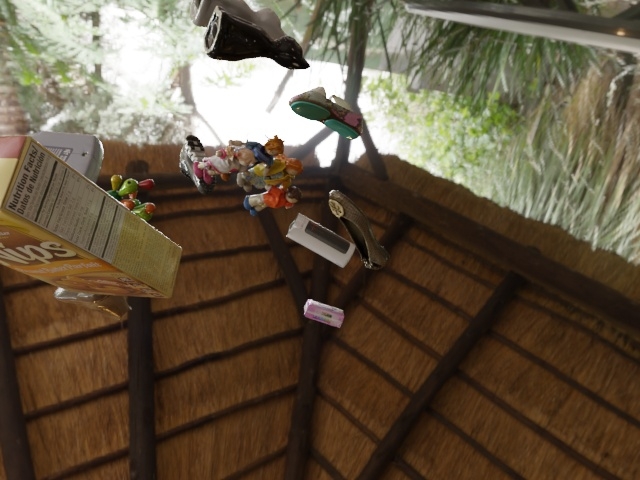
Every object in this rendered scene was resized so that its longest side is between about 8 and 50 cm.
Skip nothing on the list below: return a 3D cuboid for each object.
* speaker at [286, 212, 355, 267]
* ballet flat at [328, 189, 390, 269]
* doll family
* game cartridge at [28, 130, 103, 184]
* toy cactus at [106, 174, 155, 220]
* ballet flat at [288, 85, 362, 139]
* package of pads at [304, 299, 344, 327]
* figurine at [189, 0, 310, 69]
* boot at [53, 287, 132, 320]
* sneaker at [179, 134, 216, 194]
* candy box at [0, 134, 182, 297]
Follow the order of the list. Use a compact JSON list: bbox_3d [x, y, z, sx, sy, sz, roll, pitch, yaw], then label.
[{"bbox_3d":[0.000,0.000,1.011,0.136,0.055,0.055,30,-157,-6],"label":"speaker"},{"bbox_3d":[0.084,-0.016,1.151,0.058,0.250,0.084,-44,-143,-9],"label":"ballet flat"},{"bbox_3d":[-0.132,-0.160,1.060,0.163,0.118,0.263,-13,153,27],"label":"doll family"},{"bbox_3d":[-0.606,-0.116,1.097,0.196,0.060,0.294,5,-122,12],"label":"game cartridge"},{"bbox_3d":[-0.446,-0.071,1.058,0.180,0.112,0.219,-10,170,-32],"label":"toy cactus"},{"bbox_3d":[0.015,-0.297,1.121,0.221,0.079,0.077,16,164,-43],"label":"ballet flat"},{"bbox_3d":[0.007,0.153,1.052,0.083,0.032,0.050,18,-171,-5],"label":"package of pads"},{"bbox_3d":[-0.142,-0.429,1.019,0.209,0.092,0.215,4,-136,-35],"label":"figurine"},{"bbox_3d":[-0.609,0.153,1.328,0.305,0.115,0.112,4,-136,44],"label":"boot"},{"bbox_3d":[-0.421,-0.237,1.688,0.078,0.106,0.234,1,-123,-45],"label":"sneaker"},{"bbox_3d":[-0.335,-0.011,0.627,0.183,0.087,0.316,1,160,15],"label":"candy box"}]
